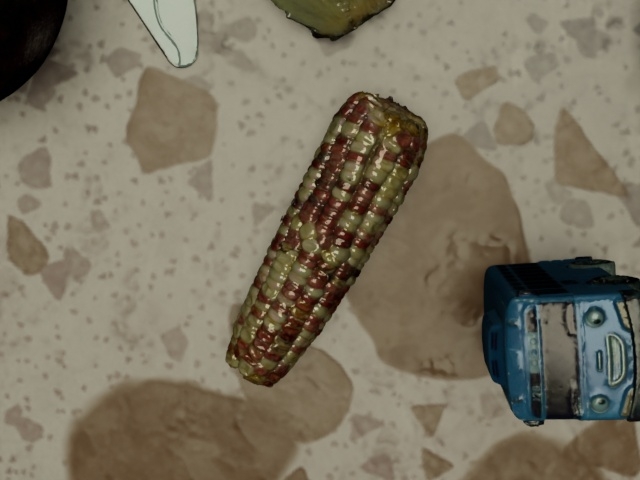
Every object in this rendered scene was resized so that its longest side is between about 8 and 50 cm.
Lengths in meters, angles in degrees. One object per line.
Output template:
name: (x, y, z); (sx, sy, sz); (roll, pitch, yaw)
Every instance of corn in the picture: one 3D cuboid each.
corn: (0.000, 0.000, 0.819); (0.079, 0.079, 0.237); (31, 99, -1)

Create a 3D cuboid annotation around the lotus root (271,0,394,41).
lotus root: (0.004, -0.223, 0.795); (0.143, 0.070, 0.144); (-26, 95, 4)

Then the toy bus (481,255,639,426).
toy bus: (0.165, 0.066, 0.763); (0.106, 0.184, 0.090); (-2, 95, 4)

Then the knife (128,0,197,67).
knife: (-0.181, -0.279, 0.816); (0.080, 0.044, 0.331); (-40, 99, -2)

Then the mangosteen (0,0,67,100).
mangosteen: (-0.294, -0.163, 0.757); (0.211, 0.211, 0.250); (46, 121, -3)
